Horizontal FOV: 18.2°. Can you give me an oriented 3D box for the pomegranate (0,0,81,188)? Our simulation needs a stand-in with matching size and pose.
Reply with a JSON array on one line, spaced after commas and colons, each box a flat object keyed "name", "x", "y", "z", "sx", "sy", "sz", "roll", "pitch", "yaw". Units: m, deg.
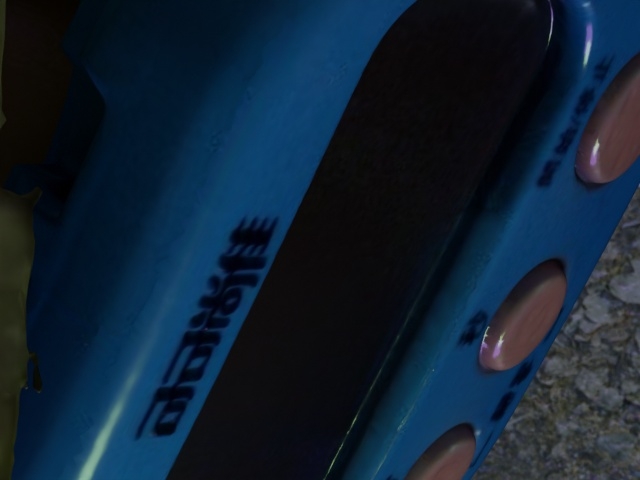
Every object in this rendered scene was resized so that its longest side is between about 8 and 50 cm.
[{"name": "pomegranate", "x": -0.162, "y": -0.003, "z": 0.919, "sx": 0.307, "sy": 0.307, "sz": 0.307, "roll": -3, "pitch": 179, "yaw": 0}]

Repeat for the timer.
[{"name": "timer", "x": 0.000, "y": 0.000, "z": 0.764, "sx": 0.115, "sy": 0.340, "sz": 0.309, "roll": 37, "pitch": -159, "yaw": 28}]

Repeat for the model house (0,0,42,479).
[{"name": "model house", "x": -0.216, "y": 0.008, "z": 0.546, "sx": 0.261, "sy": 0.321, "sz": 0.266, "roll": 4, "pitch": 179, "yaw": -13}]
